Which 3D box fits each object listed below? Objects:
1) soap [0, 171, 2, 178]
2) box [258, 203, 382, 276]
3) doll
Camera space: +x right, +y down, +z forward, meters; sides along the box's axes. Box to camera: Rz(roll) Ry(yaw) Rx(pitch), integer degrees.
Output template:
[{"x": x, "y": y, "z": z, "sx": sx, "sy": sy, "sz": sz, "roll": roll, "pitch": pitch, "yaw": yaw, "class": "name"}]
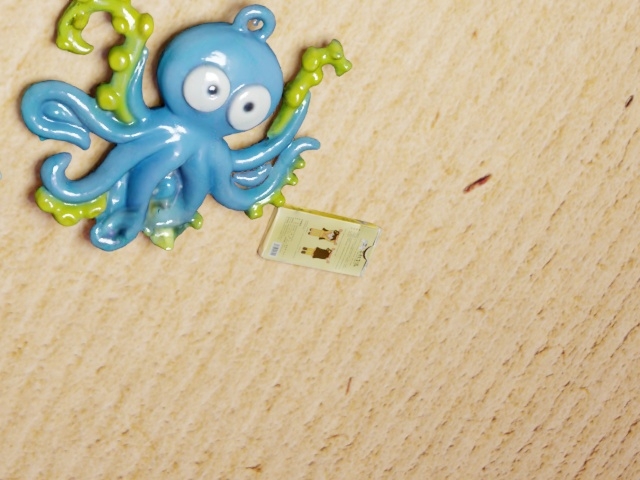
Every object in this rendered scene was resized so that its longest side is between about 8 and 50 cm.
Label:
[{"x": -0.493, "y": -0.071, "z": 1.517, "sx": 0.265, "sy": 0.087, "sz": 0.160, "roll": -31, "pitch": 125, "yaw": -2, "class": "soap"}, {"x": 0.000, "y": 0.000, "z": 1.795, "sx": 0.149, "sy": 0.020, "sz": 0.073, "roll": 13, "pitch": 111, "yaw": -27, "class": "box"}, {"x": -0.159, "y": -0.125, "z": 1.615, "sx": 0.346, "sy": 0.099, "sz": 0.341, "roll": 25, "pitch": 105, "yaw": -28, "class": "doll"}]
